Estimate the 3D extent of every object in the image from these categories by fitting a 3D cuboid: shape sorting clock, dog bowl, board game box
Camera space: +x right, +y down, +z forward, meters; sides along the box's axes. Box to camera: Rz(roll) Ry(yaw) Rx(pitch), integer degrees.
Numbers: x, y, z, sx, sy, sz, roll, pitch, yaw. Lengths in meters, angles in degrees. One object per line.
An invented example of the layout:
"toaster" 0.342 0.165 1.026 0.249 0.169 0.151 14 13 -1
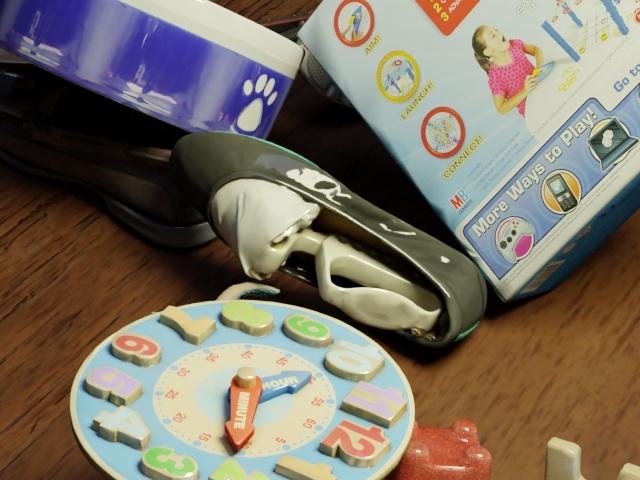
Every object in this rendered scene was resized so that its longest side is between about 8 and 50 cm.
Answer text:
"shape sorting clock" -0.046 0.094 0.872 0.206 0.040 0.206 6 33 -4
"dog bowl" -0.152 -0.172 1.273 0.265 0.104 0.265 23 5 -2
"board game box" 0.173 -0.165 1.161 0.086 0.308 0.302 -8 56 -53

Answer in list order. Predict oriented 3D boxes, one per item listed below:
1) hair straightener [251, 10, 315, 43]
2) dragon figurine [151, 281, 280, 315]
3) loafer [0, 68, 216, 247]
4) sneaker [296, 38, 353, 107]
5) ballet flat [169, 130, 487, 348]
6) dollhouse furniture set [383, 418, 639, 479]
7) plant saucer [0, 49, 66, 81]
"hair straightener" -0.048 -0.183 1.470 0.230 0.047 0.089 -12 61 -28
"dragon figurine" -0.079 0.128 1.013 0.085 0.144 0.289 2 18 1
"loafer" -0.198 -0.099 1.291 0.302 0.095 0.109 29 44 29
"sneaker" 0.065 -0.204 1.461 0.115 0.105 0.281 27 32 35
"ballet flat" 0.000 0.000 1.132 0.280 0.095 0.096 25 33 3
"dollhouse furniture set" 0.044 0.239 0.864 0.201 0.152 0.374 19 23 20
"plant saucer" -0.286 -0.245 1.514 0.310 0.050 0.311 3 37 -2
